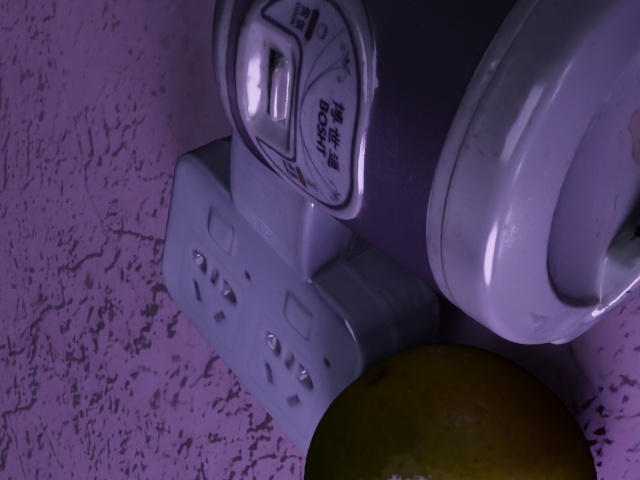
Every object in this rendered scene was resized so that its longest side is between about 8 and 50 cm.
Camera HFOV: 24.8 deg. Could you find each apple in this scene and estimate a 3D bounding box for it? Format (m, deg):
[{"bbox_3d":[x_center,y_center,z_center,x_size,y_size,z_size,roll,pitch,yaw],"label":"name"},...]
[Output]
[{"bbox_3d":[0.084,0.158,0.979,0.196,0.196,0.157,-63,35,35],"label":"apple"}]

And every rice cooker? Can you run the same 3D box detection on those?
[{"bbox_3d":[0.108,-0.101,0.826,0.277,0.288,0.288,38,125,30],"label":"rice cooker"}]

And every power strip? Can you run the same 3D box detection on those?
[{"bbox_3d":[0.000,0.000,1.084,0.229,0.141,0.261,45,143,27],"label":"power strip"}]
